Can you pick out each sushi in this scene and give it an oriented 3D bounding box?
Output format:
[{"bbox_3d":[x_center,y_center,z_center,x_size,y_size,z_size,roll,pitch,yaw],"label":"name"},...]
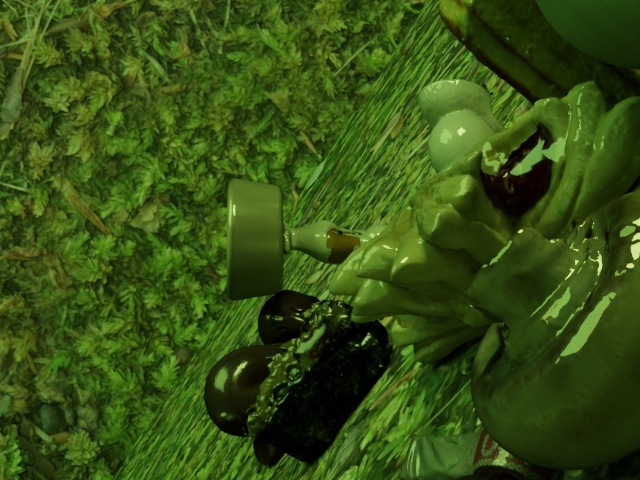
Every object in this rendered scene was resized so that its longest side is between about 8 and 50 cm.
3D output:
[{"bbox_3d":[-0.007,0.172,1.966,0.212,0.115,0.147,-54,10,13],"label":"sushi"}]

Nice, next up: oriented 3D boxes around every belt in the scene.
[{"bbox_3d":[0.130,0.194,1.319,0.053,0.071,0.232,-66,12,-22],"label":"belt"}]

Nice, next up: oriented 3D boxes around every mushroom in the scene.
[{"bbox_3d":[0.197,0.059,1.129,0.226,0.178,0.226,-43,11,11],"label":"mushroom"}]

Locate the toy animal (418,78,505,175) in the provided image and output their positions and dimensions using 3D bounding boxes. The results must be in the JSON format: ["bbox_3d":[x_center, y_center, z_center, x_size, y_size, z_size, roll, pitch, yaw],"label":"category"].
[{"bbox_3d":[0.195,-0.100,2.055,0.103,0.131,0.221,-16,56,22],"label":"toy animal"}]

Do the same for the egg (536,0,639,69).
[{"bbox_3d":[0.333,-0.293,1.442,0.258,0.258,0.352,-58,8,-18],"label":"egg"}]

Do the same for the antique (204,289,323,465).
[{"bbox_3d":[-0.066,0.178,2.178,0.257,0.143,0.121,-56,7,-25],"label":"antique"}]

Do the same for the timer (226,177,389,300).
[{"bbox_3d":[0.000,0.000,2.184,0.175,0.266,0.175,-179,90,-88],"label":"timer"}]

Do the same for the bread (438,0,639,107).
[{"bbox_3d":[0.243,-0.208,1.680,0.110,0.234,0.184,-49,12,15],"label":"bread"}]

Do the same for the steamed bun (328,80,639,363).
[{"bbox_3d":[0.149,-0.003,1.609,0.428,0.189,0.247,-44,22,48],"label":"steamed bun"}]
